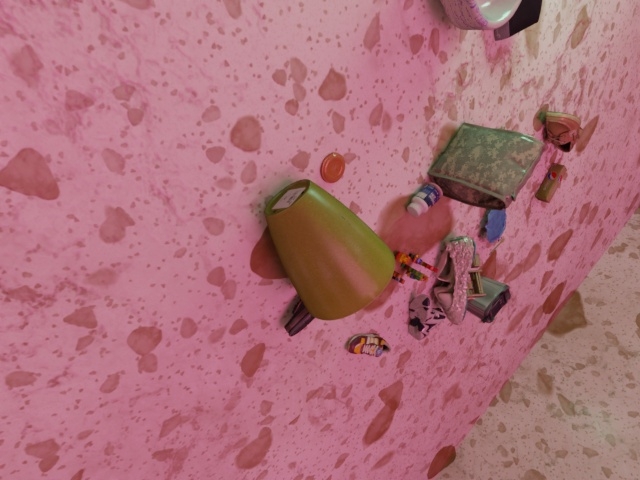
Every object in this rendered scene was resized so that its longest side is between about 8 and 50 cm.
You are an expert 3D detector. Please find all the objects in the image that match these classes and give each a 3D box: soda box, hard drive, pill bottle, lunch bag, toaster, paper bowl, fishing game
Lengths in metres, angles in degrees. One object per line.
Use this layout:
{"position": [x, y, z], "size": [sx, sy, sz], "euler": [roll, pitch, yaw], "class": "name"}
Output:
{"position": [1.114, -0.277, 1.948], "size": [0.061, 0.058, 0.181], "euler": [21, 96, -45], "class": "soda box"}
{"position": [0.612, -0.772, 1.241], "size": [0.172, 0.054, 0.255], "euler": [-29, 131, -9], "class": "hard drive"}
{"position": [0.349, -0.134, 1.356], "size": [0.120, 0.067, 0.067], "euler": [-43, 133, -15], "class": "pill bottle"}
{"position": [0.549, -0.235, 1.323], "size": [0.235, 0.287, 0.169], "euler": [-54, 135, -6], "class": "lunch bag"}
{"position": [0.758, 0.274, 1.866], "size": [0.227, 0.146, 0.129], "euler": [-46, 133, -14], "class": "toaster"}
{"position": [0.415, -0.711, 1.057], "size": [0.284, 0.148, 0.284], "euler": [-19, 122, -32], "class": "paper bowl"}
{"position": [0.761, -0.081, 1.762], "size": [0.189, 0.041, 0.264], "euler": [-42, 128, -27], "class": "fishing game"}

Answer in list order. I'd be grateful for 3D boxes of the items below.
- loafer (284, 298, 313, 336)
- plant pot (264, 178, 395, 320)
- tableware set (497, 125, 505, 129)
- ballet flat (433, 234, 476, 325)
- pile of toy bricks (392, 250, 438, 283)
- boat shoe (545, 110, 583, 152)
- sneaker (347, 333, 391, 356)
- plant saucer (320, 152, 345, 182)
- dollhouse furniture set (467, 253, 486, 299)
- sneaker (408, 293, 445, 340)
{"position": [-0.016, 0.168, 1.208], "size": [0.267, 0.084, 0.096], "euler": [-43, 164, -10], "class": "loafer"}
{"position": [0.000, 0.000, 1.017], "size": [0.275, 0.274, 0.294], "euler": [-44, 118, -15], "class": "plant pot"}
{"position": [0.711, -0.362, 1.584], "size": [0.141, 0.020, 0.169], "euler": [-9, 117, -38], "class": "tableware set"}
{"position": [0.528, 0.164, 1.647], "size": [0.147, 0.147, 0.409], "euler": [-18, 119, -34], "class": "ballet flat"}
{"position": [0.346, 0.116, 1.456], "size": [0.212, 0.105, 0.118], "euler": [21, 97, -45], "class": "pile of toy bricks"}
{"position": [1.054, -0.468, 1.753], "size": [0.341, 0.121, 0.110], "euler": [10, 104, -44], "class": "boat shoe"}
{"position": [0.181, 0.387, 1.471], "size": [0.185, 0.084, 0.070], "euler": [0, 111, -41], "class": "sneaker"}
{"position": [0.036, -0.195, 1.093], "size": [0.083, 0.013, 0.084], "euler": [-20, 124, -32], "class": "plant saucer"}
{"position": [0.632, 0.167, 1.779], "size": [0.101, 0.161, 0.182], "euler": [-3, 73, -4], "class": "dollhouse furniture set"}
{"position": [0.443, 0.286, 1.639], "size": [0.153, 0.094, 0.235], "euler": [-27, 127, -30], "class": "sneaker"}
